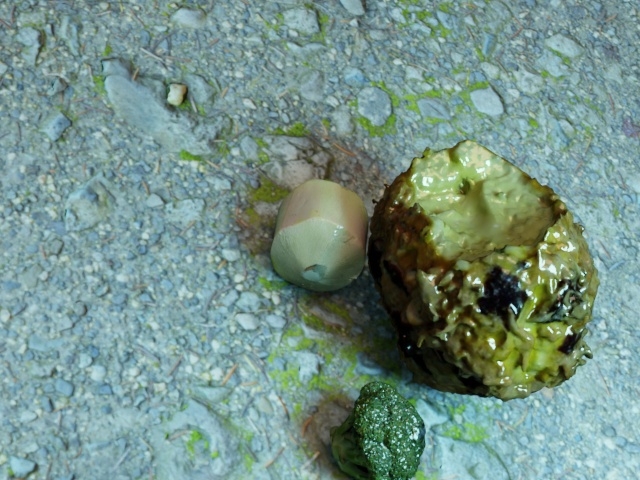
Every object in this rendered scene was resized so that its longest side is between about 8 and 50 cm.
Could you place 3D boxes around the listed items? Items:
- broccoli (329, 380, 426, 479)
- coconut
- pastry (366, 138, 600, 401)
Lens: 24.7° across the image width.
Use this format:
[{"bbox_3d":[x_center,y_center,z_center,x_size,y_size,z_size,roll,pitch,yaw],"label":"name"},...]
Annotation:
[{"bbox_3d":[0.086,0.283,2.043,0.162,0.137,0.146,67,28,-13],"label":"broccoli"},{"bbox_3d":[0.000,0.000,2.201,0.147,0.147,0.153,18,45,-9],"label":"coconut"},{"bbox_3d":[0.224,0.067,2.107,0.292,0.337,0.405,-19,40,-19],"label":"pastry"}]
